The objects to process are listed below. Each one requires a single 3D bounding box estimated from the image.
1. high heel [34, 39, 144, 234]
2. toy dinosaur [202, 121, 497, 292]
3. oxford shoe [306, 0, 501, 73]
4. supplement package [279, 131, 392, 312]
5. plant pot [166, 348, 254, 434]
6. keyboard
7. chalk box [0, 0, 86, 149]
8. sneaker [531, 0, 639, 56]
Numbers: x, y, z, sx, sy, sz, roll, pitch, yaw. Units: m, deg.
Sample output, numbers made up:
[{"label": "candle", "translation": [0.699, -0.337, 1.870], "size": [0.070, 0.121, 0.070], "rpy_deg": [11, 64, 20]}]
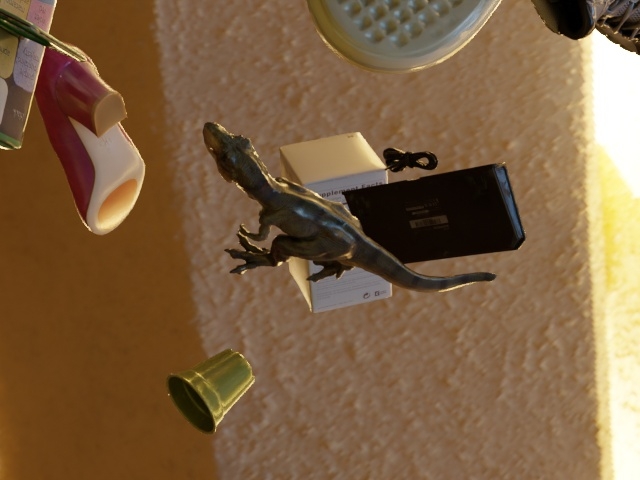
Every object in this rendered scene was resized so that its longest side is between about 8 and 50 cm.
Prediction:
[{"label": "high heel", "translation": [-0.249, -0.103, 1.364], "size": [0.117, 0.082, 0.244], "rpy_deg": [40, -23, 21]}, {"label": "toy dinosaur", "translation": [0.000, 0.000, 1.073], "size": [0.268, 0.064, 0.118], "rpy_deg": [27, -31, -24]}, {"label": "oxford shoe", "translation": [0.078, -0.298, 0.973], "size": [0.169, 0.449, 0.130], "rpy_deg": [12, -28, -7]}, {"label": "supplement package", "translation": [0.018, -0.022, 1.594], "size": [0.105, 0.105, 0.179], "rpy_deg": [-121, -158, -56]}, {"label": "plant pot", "translation": [-0.121, 0.165, 1.535], "size": [0.083, 0.079, 0.083], "rpy_deg": [35, -34, 28]}, {"label": "keyboard", "translation": [0.095, -0.035, 1.184], "size": [0.180, 0.023, 0.108], "rpy_deg": [-9, -73, 44]}, {"label": "chalk box", "translation": [-0.317, -0.183, 1.015], "size": [0.289, 0.180, 0.179], "rpy_deg": [9, -97, 18]}, {"label": "sneaker", "translation": [0.262, -0.203, 1.214], "size": [0.229, 0.132, 0.086], "rpy_deg": [32, -50, -10]}]
